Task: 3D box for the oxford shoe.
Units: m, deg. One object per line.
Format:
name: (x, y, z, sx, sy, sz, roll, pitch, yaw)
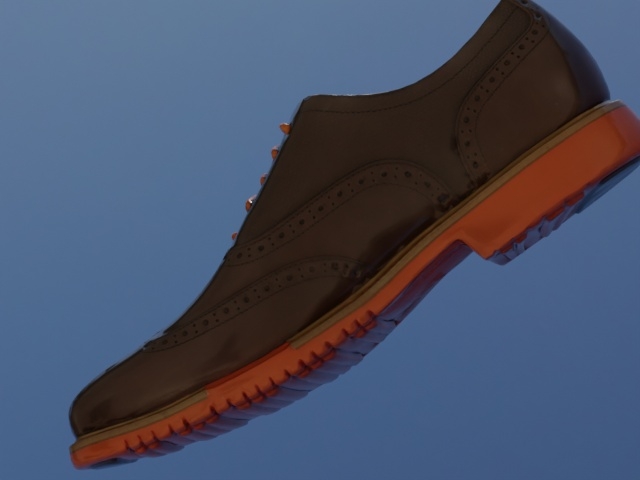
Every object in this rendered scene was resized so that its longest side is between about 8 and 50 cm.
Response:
oxford shoe: (0.000, 0.000, 0.795, 0.271, 0.097, 0.098, -33, -98, -1)
